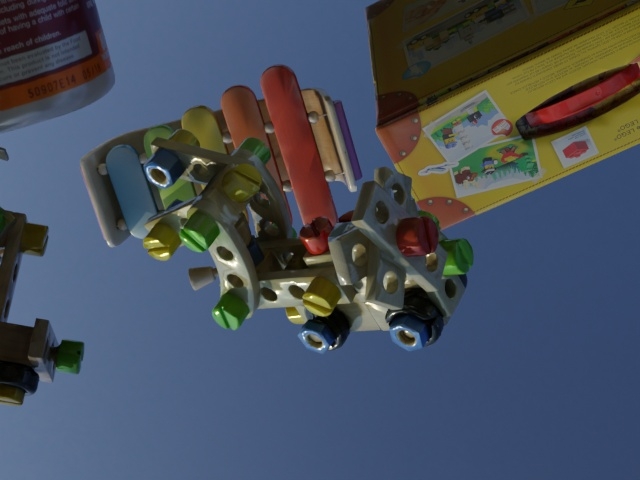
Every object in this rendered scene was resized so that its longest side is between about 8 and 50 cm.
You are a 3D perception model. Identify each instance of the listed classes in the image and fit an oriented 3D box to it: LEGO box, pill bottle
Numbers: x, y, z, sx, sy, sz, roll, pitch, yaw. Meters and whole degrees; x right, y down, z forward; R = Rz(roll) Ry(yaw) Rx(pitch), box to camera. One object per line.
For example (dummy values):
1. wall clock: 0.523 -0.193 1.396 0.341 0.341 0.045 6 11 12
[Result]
1. LEGO box: 0.324 -0.275 1.666 0.500 0.193 0.372 -24 -149 15
2. pill bottle: -0.376 -0.325 1.324 0.224 0.392 0.224 -11 -160 4

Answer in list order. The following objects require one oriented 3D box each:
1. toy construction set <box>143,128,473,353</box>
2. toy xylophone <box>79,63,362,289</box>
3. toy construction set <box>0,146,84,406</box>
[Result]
1. toy construction set: 0.000 0.000 1.027 0.327 0.215 0.151 7 -133 50
2. toy xylophone: -0.101 -0.062 1.433 0.322 0.236 0.081 -21 -162 13
3. toy construction set: -0.340 0.023 1.247 0.237 0.309 0.257 14 -136 3
